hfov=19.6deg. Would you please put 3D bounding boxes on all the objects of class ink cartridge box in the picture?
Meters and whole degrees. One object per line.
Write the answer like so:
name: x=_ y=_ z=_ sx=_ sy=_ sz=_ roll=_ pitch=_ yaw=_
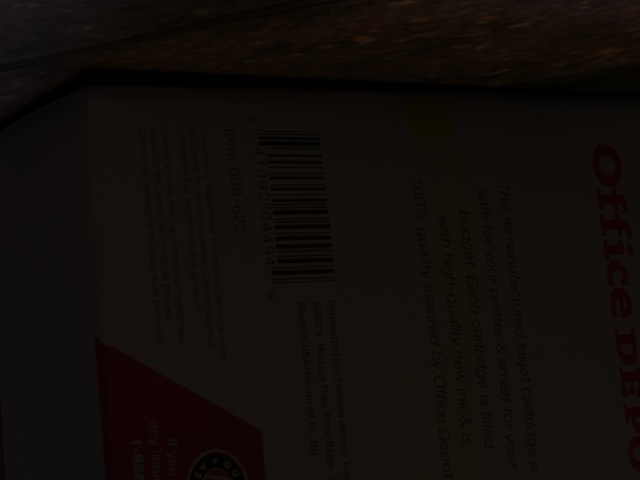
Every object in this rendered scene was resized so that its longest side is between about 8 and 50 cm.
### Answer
ink cartridge box: x=0.018 y=0.064 z=1.073 sx=0.384 sy=0.279 sz=0.160 roll=-1 pitch=171 yaw=-32
